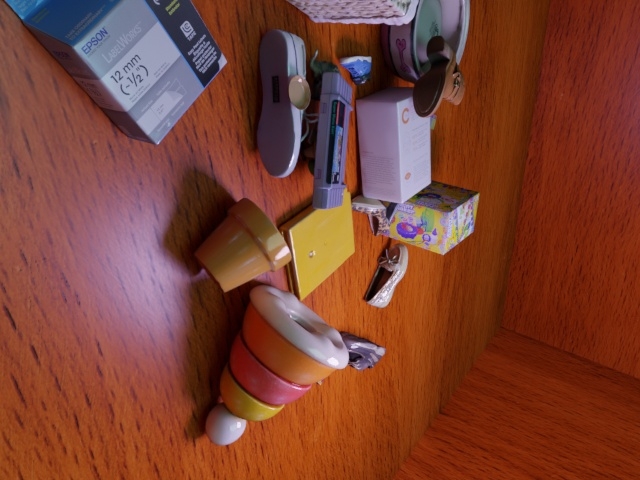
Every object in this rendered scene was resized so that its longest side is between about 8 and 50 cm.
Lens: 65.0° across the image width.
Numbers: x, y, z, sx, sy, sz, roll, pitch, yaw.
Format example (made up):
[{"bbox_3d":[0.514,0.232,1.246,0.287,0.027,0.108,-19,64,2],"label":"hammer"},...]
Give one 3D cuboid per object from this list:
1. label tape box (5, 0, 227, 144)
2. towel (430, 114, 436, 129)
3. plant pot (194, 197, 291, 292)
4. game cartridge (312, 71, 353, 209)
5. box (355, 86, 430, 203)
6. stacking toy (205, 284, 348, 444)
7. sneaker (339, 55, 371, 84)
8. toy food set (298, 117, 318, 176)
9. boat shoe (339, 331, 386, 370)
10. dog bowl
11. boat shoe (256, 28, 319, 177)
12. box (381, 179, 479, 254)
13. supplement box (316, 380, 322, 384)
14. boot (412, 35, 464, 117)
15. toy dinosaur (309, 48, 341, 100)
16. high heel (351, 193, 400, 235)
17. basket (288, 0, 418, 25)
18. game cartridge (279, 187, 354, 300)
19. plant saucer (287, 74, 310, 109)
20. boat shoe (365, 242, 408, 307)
[{"bbox_3d":[-0.359,-0.391,0.930,0.249,0.115,0.348,-57,145,-19],"label":"label tape box"},{"bbox_3d":[0.463,-0.499,2.105,0.083,0.009,0.060,-2,108,-53],"label":"towel"},{"bbox_3d":[-0.210,0.027,1.286,0.188,0.205,0.205,-38,136,-17],"label":"plant pot"},{"bbox_3d":[0.039,-0.268,1.408,0.230,0.068,0.355,-40,135,-79],"label":"game cartridge"},{"bbox_3d":[0.259,-0.335,1.740,0.215,0.168,0.346,-33,127,-42],"label":"box"},{"bbox_3d":[-0.180,0.402,1.464,0.480,0.350,0.350,-52,145,3],"label":"stacking toy"},{"bbox_3d":[0.112,-0.527,1.562,0.152,0.058,0.085,-27,119,-53],"label":"sneaker"},{"bbox_3d":[-0.020,-0.260,1.514,0.218,0.071,0.128,62,32,-49],"label":"toy food set"},{"bbox_3d":[0.163,0.469,2.058,0.355,0.132,0.130,32,79,-54],"label":"boat shoe"},{"bbox_3d":[0.357,-0.732,1.723,0.408,0.150,0.408,-28,127,-45],"label":"dog bowl"},{"bbox_3d":[-0.079,-0.356,1.335,0.156,0.135,0.368,-19,111,-52],"label":"boat shoe"},{"bbox_3d":[0.433,-0.109,2.007,0.279,0.289,0.177,-27,128,-44],"label":"box"},{"bbox_3d":[-0.003,0.500,1.919,0.083,0.043,0.055,-56,142,-21],"label":"supplement box"},{"bbox_3d":[0.400,-0.499,1.662,0.220,0.109,0.284,27,66,-53],"label":"boot"},{"bbox_3d":[-0.001,-0.453,1.405,0.268,0.063,0.118,-40,143,-73],"label":"toy dinosaur"},{"bbox_3d":[0.177,-0.079,1.871,0.261,0.093,0.186,-4,134,-37],"label":"high heel"},{"bbox_3d":[0.061,-0.711,1.166,0.266,0.331,0.329,1,105,-52],"label":"basket"},{"bbox_3d":[0.000,0.000,1.681,0.323,0.052,0.286,-40,135,-40],"label":"game cartridge"},{"bbox_3d":[-0.056,-0.363,1.238,0.083,0.015,0.084,-8,100,-53],"label":"plant saucer"},{"bbox_3d":[0.274,0.142,2.075,0.089,0.104,0.285,19,92,-39],"label":"boat shoe"}]
